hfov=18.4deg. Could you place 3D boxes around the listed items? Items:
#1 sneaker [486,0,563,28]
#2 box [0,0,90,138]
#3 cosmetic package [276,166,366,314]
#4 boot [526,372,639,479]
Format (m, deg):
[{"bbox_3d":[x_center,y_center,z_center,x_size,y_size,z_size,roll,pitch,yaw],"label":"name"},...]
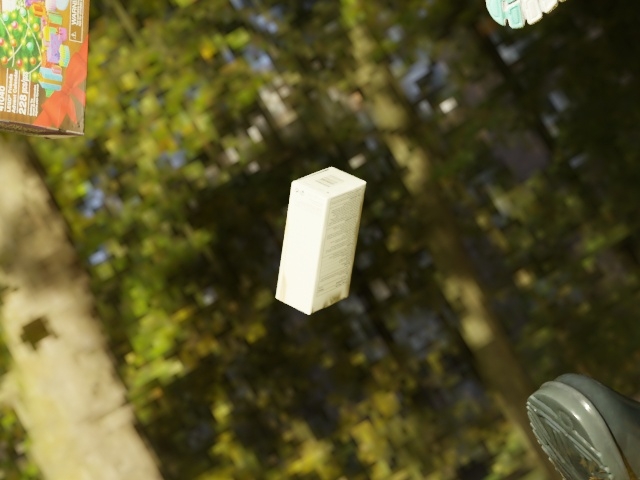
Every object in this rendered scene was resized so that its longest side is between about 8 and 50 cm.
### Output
[{"bbox_3d":[0.221,-0.247,1.740,0.166,0.065,0.076,-17,32,3],"label":"sneaker"},{"bbox_3d":[-0.298,-0.248,1.775,0.057,0.293,0.201,-4,-7,44],"label":"box"},{"bbox_3d":[0.000,0.000,1.721,0.060,0.041,0.115,-22,-51,-49],"label":"cosmetic package"},{"bbox_3d":[0.277,0.125,1.550,0.207,0.094,0.246,-43,-41,-11],"label":"boot"}]
